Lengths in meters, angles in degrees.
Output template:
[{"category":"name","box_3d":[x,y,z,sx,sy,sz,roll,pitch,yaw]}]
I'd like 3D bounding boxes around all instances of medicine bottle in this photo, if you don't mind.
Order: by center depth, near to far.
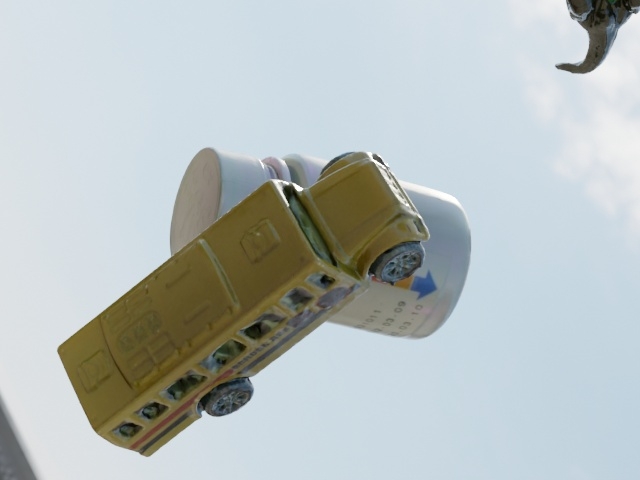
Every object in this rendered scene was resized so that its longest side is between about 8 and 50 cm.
[{"category":"medicine bottle","box_3d":[0.000,0.000,1.698,0.170,0.293,0.170,-41,-138,52]}]

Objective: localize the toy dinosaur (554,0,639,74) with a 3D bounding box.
[{"category":"toy dinosaur","box_3d":[0.285,-0.270,1.668,0.179,0.087,0.187,-19,104,-85]}]

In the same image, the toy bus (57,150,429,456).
[{"category":"toy bus","box_3d":[-0.070,0.049,1.411,0.123,0.335,0.121,30,26,-56]}]
